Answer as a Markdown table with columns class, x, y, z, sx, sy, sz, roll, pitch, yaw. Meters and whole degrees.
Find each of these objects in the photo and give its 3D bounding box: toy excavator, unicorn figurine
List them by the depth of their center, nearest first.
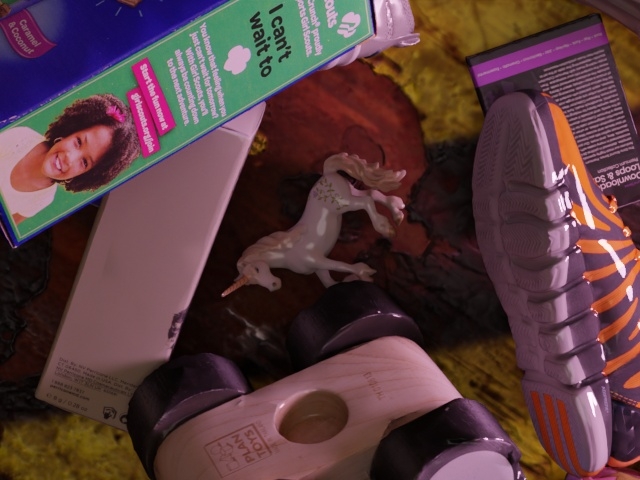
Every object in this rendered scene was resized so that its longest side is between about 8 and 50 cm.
| class | x | y | z | sx | sy | sz | roll | pitch | yaw |
| --- | --- | --- | --- | --- | --- | --- | --- | --- | --- |
| toy excavator | -0.040 | 0.319 | 1.226 | 0.433 | 0.222 | 0.445 | -23 | 128 | -14 |
| unicorn figurine | 0.000 | 0.000 | 1.265 | 0.111 | 0.060 | 0.162 | 25 | 81 | -2 |

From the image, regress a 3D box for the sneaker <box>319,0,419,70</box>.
| class | x | y | z | sx | sy | sz | roll | pitch | yaw |
| --- | --- | --- | --- | --- | --- | --- | --- | --- | --- |
| sneaker | 0.017 | -0.279 | 1.219 | 0.115 | 0.105 | 0.281 | -7 | 94 | -32 |

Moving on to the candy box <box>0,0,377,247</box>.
| class | x | y | z | sx | sy | sz | roll | pitch | yaw |
| --- | --- | --- | --- | --- | --- | --- | --- | --- | --- |
| candy box | -0.164 | -0.187 | 1.097 | 0.317 | 0.122 | 0.268 | -33 | 57 | -15 |

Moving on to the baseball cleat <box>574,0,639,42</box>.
| class | x | y | z | sx | sy | sz | roll | pitch | yaw |
| --- | --- | --- | --- | --- | --- | --- | --- | --- | --- |
| baseball cleat | 0.242 | -0.228 | 1.227 | 0.206 | 0.072 | 0.109 | 40 | 58 | 12 |

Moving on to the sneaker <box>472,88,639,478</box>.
| class | x | y | z | sx | sy | sz | roll | pitch | yaw |
| --- | --- | --- | --- | --- | --- | --- | --- | --- | --- |
| sneaker | 0.238 | 0.018 | 1.222 | 0.180 | 0.124 | 0.321 | -19 | 106 | -19 |

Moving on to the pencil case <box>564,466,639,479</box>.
| class | x | y | z | sx | sy | sz | roll | pitch | yaw |
| --- | --- | --- | --- | --- | --- | --- | --- | --- | --- |
| pencil case | 0.204 | 0.380 | 1.261 | 0.160 | 0.167 | 0.386 | 22 | 99 | -33 |

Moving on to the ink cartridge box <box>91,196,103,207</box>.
| class | x | y | z | sx | sy | sz | roll | pitch | yaw |
| --- | --- | --- | --- | --- | --- | --- | --- | --- | --- |
| ink cartridge box | -0.171 | -0.128 | 1.252 | 0.206 | 0.045 | 0.208 | 22 | 99 | -3 |

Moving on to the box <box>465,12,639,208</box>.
| class | x | y | z | sx | sy | sz | roll | pitch | yaw |
| --- | --- | --- | --- | --- | --- | --- | --- | --- | --- |
| box | 0.200 | -0.095 | 1.259 | 0.116 | 0.029 | 0.162 | -18 | 96 | 4 |

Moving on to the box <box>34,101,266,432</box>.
| class | x | y | z | sx | sy | sz | roll | pitch | yaw |
| --- | --- | --- | --- | --- | --- | --- | --- | --- | --- |
| box | -0.136 | 0.007 | 1.208 | 0.094 | 0.113 | 0.275 | 21 | 112 | -3 |
